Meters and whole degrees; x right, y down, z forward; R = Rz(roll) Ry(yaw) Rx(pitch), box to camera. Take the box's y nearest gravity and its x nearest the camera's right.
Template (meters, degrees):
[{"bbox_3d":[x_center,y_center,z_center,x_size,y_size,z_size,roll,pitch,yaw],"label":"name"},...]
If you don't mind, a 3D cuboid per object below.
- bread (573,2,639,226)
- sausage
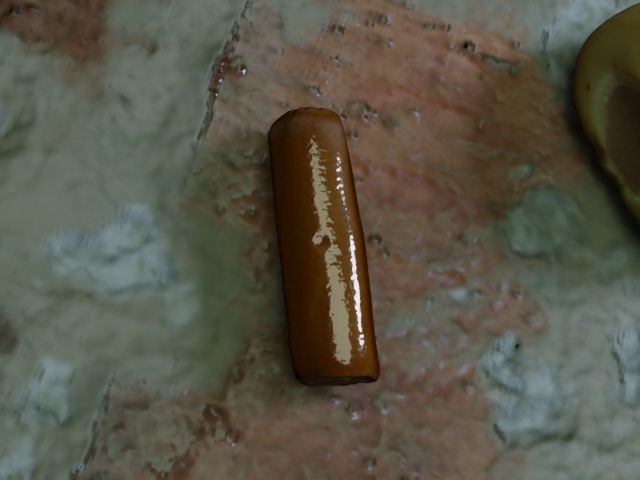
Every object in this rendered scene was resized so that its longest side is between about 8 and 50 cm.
[{"bbox_3d":[0.287,-0.086,0.399,0.305,0.091,0.142,-15,73,-13],"label":"bread"},{"bbox_3d":[0.000,0.000,0.352,0.039,0.041,0.131,-11,77,10],"label":"sausage"}]
